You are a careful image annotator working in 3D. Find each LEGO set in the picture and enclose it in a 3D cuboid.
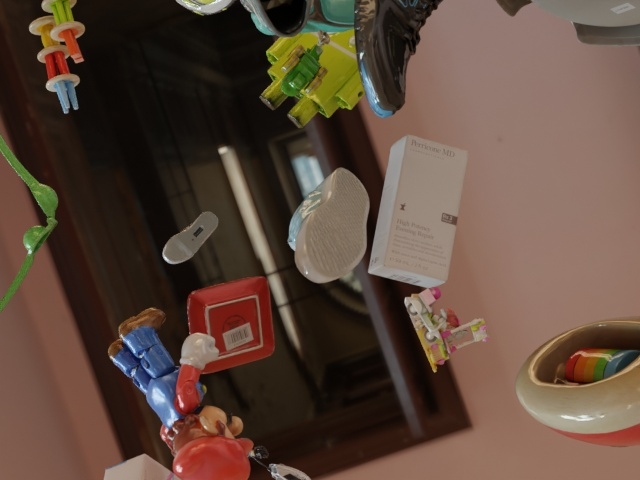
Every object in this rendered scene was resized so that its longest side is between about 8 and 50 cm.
[{"bbox_3d":[0.212,0.137,1.835,0.107,0.132,0.287,-23,176,3],"label":"LEGO set"}]

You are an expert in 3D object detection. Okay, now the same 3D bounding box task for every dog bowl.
[{"bbox_3d":[0.454,-0.433,1.765,0.349,0.102,0.349,12,167,3],"label":"dog bowl"}]

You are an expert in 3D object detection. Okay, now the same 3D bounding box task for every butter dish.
[{"bbox_3d":[-0.178,0.142,1.993,0.160,0.160,0.118,-13,-162,-27],"label":"butter dish"}]

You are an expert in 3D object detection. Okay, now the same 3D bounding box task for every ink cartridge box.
[{"bbox_3d":[-0.289,0.443,1.863,0.092,0.143,0.090,-24,-138,24],"label":"ink cartridge box"}]

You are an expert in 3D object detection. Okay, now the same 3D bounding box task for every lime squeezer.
[{"bbox_3d":[-0.490,-0.029,1.821,0.110,0.310,0.059,0,179,-23],"label":"lime squeezer"}]

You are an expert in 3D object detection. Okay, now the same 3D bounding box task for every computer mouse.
[{"bbox_3d":[-0.078,0.509,2.421,0.042,0.193,0.106,-55,-177,-23],"label":"computer mouse"}]

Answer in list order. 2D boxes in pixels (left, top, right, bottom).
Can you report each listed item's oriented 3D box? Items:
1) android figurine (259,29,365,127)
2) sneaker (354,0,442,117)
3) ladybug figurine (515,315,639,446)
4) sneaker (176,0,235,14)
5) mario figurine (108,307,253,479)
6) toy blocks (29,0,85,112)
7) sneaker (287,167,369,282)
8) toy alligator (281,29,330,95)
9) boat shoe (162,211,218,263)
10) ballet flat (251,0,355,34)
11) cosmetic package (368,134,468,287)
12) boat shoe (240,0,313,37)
[{"bbox_3d":[0.010,-0.350,2.170,0.273,0.248,0.056,-47,145,-7],"label":"android figurine"},{"bbox_3d":[0.117,-0.344,1.584,0.140,0.341,0.125,0,168,2],"label":"sneaker"},{"bbox_3d":[0.556,0.274,2.069,0.305,0.162,0.449,-37,-167,-19],"label":"ladybug figurine"},{"bbox_3d":[-0.239,-0.442,1.688,0.147,0.145,0.385,21,176,-43],"label":"sneaker"},{"bbox_3d":[-0.209,0.267,1.817,0.170,0.320,0.198,-34,161,-8],"label":"mario figurine"},{"bbox_3d":[-0.387,-0.280,1.663,0.054,0.148,0.123,-11,166,-34],"label":"toy blocks"},{"bbox_3d":[0.000,0.000,2.111,0.150,0.135,0.366,-43,-170,28],"label":"sneaker"},{"bbox_3d":[-0.025,-0.248,1.579,0.051,0.056,0.189,-40,-165,30],"label":"toy alligator"},{"bbox_3d":[-0.315,0.009,2.605,0.183,0.065,0.083,-45,180,-40],"label":"boat shoe"},{"bbox_3d":[-0.010,-0.422,2.051,0.247,0.083,0.087,-3,165,-14],"label":"ballet flat"},{"bbox_3d":[0.162,-0.047,1.812,0.117,0.231,0.085,14,166,-14],"label":"cosmetic package"},{"bbox_3d":[-0.045,-0.345,1.189,0.116,0.099,0.319,-20,155,-13],"label":"boat shoe"}]
